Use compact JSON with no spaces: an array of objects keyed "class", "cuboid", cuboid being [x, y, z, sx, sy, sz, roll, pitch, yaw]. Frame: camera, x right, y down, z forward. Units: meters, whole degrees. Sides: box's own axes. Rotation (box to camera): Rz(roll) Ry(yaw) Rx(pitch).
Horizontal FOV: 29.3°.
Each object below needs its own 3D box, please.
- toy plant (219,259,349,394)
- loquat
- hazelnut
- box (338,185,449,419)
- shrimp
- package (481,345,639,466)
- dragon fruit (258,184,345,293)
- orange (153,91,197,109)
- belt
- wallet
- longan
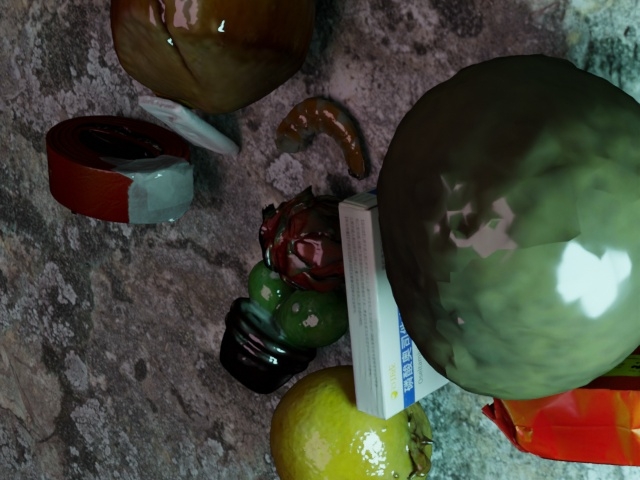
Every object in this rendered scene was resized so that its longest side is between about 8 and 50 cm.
[{"class":"toy plant","cuboid":[-0.067,0.146,2.126,0.218,0.175,0.235,40,106,32]},{"class":"loquat","cuboid":[0.059,0.339,2.001,0.275,0.275,0.275,20,121,37]},{"class":"hazelnut","cuboid":[-0.164,-0.381,1.882,0.372,0.315,0.372,-20,65,48]},{"class":"box","cuboid":[0.130,0.080,1.869,0.065,0.200,0.343,14,117,43]},{"class":"shrimp","cuboid":[0.006,-0.152,2.004,0.166,0.049,0.161,52,135,2]},{"class":"package","cuboid":[0.434,0.210,1.635,0.423,0.196,0.123,-9,106,45]},{"class":"dragon fruit","cuboid":[-0.007,0.002,1.992,0.188,0.182,0.182,-24,90,48]},{"class":"orange","cuboid":[-0.236,-0.299,2.100,0.159,0.136,0.159,22,125,35]},{"class":"belt","cuboid":[-0.366,-0.127,2.237,0.323,0.227,0.115,25,126,37]},{"class":"wallet","cuboid":[-0.229,-0.198,2.129,0.124,0.183,0.032,19,81,36]},{"class":"longan","cuboid":[0.265,-0.024,1.557,0.404,0.404,0.436,32,150,31]}]
